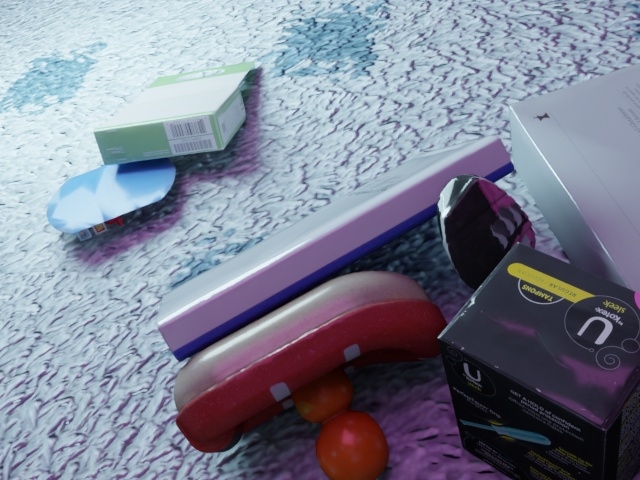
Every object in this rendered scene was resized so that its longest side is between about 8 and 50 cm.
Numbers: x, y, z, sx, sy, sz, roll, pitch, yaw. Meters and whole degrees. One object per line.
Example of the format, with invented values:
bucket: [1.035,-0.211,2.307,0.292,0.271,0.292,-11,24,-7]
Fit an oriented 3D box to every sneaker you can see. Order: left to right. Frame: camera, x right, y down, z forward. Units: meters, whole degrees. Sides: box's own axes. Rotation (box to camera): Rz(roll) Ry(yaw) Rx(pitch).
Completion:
sneaker: [0.143,0.011,0.599,0.072,0.178,0.077,-35,34,2]

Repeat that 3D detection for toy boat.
toy boat: [0.006,0.127,0.576,0.231,0.151,0.151,-28,75,-7]

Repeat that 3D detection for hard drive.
hard drive: [0.000,0.000,0.665,0.319,0.040,0.210,-29,7,-8]

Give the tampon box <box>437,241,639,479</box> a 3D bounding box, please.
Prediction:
tampon box: [0.170,0.104,0.499,0.121,0.161,0.101,27,62,37]

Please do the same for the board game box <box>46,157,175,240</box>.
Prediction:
board game box: [-0.262,-0.053,0.899,0.169,0.033,0.133,-22,39,-8]

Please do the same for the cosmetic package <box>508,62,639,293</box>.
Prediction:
cosmetic package: [0.364,-0.024,0.596,0.285,0.097,0.377,-16,45,2]

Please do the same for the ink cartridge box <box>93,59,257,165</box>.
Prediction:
ink cartridge box: [-0.187,-0.183,0.979,0.171,0.056,0.235,-6,27,14]
